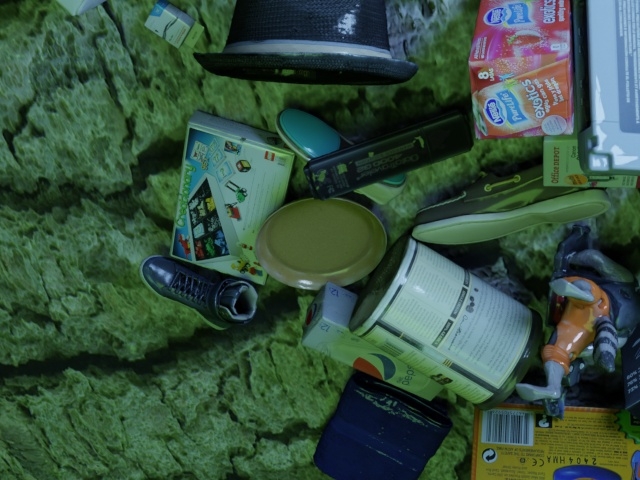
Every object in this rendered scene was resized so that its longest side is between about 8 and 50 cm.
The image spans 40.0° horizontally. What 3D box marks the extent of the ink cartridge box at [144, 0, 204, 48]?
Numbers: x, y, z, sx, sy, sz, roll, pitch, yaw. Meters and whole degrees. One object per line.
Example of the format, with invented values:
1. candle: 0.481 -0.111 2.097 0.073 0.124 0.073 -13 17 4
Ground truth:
1. ink cartridge box: -0.237 -0.348 1.428 0.083 0.028 0.048 33 127 -9

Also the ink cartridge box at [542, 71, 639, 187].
1. ink cartridge box: 0.415 -0.161 1.289 0.176 0.127 0.128 2 152 16

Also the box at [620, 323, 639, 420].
1. box: 0.597 0.203 1.472 0.108 0.207 0.153 36 128 -11

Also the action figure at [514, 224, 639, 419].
1. action figure: 0.435 0.163 1.417 0.178 0.330 0.342 12 109 35

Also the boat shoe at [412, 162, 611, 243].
1. boat shoe: 0.301 -0.067 1.434 0.324 0.097 0.116 -13 161 28

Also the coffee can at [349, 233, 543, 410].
1. coffee can: 0.218 0.143 1.542 0.275 0.202 0.201 31 127 -7

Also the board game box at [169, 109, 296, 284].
1. board game box: -0.161 -0.070 1.591 0.192 0.053 0.305 17 128 2

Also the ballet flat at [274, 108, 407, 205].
1. ballet flat: 0.026 -0.134 1.482 0.248 0.086 0.086 29 128 -6

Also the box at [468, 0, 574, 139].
1. box: 0.280 -0.253 1.202 0.128 0.257 0.123 -2 126 18

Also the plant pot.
1. plant pot: 0.000 0.000 1.573 0.236 0.032 0.236 -2 136 -2

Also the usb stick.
1. usb stick: 0.111 -0.137 1.414 0.277 0.045 0.077 -19 117 3

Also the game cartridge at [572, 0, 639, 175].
1. game cartridge: 0.438 -0.229 1.168 0.198 0.297 0.062 4 170 -14

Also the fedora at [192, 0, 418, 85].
1. fedora: -0.020 -0.312 1.278 0.333 0.334 0.153 4 96 13

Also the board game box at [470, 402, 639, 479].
1. board game box: 0.461 0.534 1.593 0.356 0.356 0.356 0 146 16

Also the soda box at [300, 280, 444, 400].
1. soda box: 0.111 0.192 1.650 0.286 0.098 0.091 25 130 -14

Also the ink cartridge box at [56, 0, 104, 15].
1. ink cartridge box: -0.390 -0.500 1.288 0.273 0.114 0.197 44 125 -5

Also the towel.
1. towel: 0.126 0.416 1.854 0.227 0.076 0.308 26 129 6

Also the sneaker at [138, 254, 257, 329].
1. sneaker: -0.223 0.090 1.667 0.226 0.086 0.163 33 157 -22
